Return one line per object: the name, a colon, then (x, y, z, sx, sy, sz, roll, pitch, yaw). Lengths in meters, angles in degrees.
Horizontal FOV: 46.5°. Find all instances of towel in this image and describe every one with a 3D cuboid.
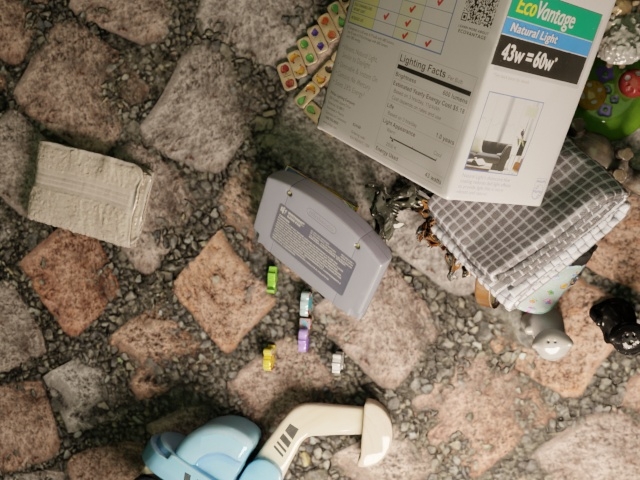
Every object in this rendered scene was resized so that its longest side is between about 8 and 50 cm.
towel: (0.346, -0.057, 1.288, 0.284, 0.121, 0.235, -39, 55, 5)
towel: (-0.511, -0.103, 1.641, 0.282, 0.049, 0.187, 14, 96, 11)

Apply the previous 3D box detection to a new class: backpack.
backpack: (0.412, 0.048, 1.399, 0.152, 0.115, 0.182, 27, 137, 11)

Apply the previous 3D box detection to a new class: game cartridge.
game cartridge: (0.000, 0.000, 1.467, 0.297, 0.062, 0.198, 39, 130, 19)

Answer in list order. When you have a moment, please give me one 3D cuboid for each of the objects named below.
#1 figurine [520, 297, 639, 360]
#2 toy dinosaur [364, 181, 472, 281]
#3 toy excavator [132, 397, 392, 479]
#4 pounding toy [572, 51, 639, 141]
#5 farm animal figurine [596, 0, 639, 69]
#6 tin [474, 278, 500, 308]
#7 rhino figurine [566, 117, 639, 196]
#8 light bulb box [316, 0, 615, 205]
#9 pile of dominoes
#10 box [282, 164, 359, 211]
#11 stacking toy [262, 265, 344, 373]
figurine: (0.484, 0.171, 1.371, 0.215, 0.209, 0.092, -7, 92, 12)
toy dinosaur: (0.210, -0.076, 1.469, 0.218, 0.164, 0.322, -16, 67, -1)
toy excavator: (-0.126, 0.449, 1.530, 0.433, 0.222, 0.445, 30, 90, 7)
pounding toy: (0.516, -0.296, 1.387, 0.237, 0.110, 0.183, 44, 100, 6)
farm animal figurine: (0.403, -0.462, 1.315, 0.330, 0.172, 0.326, 1, 69, 6)
tin: (0.336, 0.037, 1.442, 0.040, 0.106, 0.189, 10, 101, 26)
rhino figurine: (0.540, -0.144, 1.389, 0.243, 0.106, 0.073, 33, 96, -5)
light bulb box: (0.215, -0.287, 1.190, 0.358, 0.225, 0.361, 38, 118, 47)
pile of dominoes: (0.036, -0.365, 1.516, 0.196, 0.040, 0.251, 44, 100, 6)
box: (-0.007, -0.091, 1.532, 0.169, 0.059, 0.054, 32, 99, 8)
stacking toy: (-0.034, 0.168, 1.558, 0.167, 0.052, 0.221, 3, 93, 11)
